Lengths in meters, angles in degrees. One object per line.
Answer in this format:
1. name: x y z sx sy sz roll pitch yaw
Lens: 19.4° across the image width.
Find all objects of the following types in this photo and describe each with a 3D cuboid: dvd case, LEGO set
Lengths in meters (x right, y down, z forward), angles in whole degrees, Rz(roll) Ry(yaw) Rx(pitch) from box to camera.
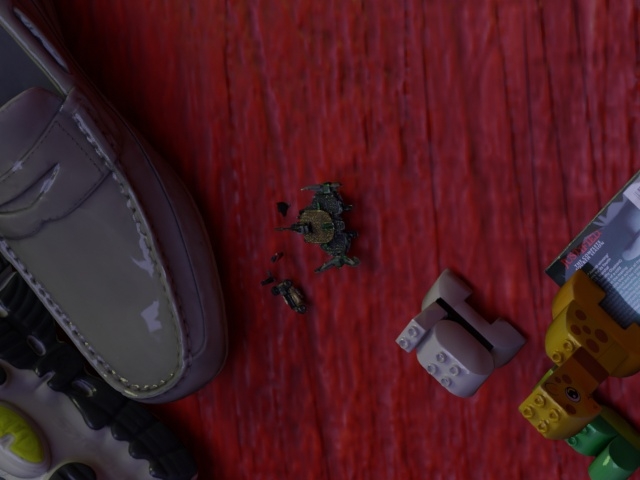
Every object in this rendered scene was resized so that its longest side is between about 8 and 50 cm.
1. dvd case: 0.180 0.027 0.919 0.119 0.013 0.087 44 115 8
2. LEGO set: 0.132 0.093 0.900 0.227 0.093 0.087 43 129 11
3. LEGO set: -0.002 -0.001 0.994 0.054 0.023 0.083 53 129 8

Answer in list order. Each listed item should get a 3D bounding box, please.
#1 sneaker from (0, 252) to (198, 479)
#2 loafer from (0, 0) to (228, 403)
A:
1. sneaker: -0.191 0.094 1.049 0.275 0.107 0.110 47 138 4
2. loafer: -0.160 -0.049 0.999 0.112 0.111 0.319 -34 86 26
